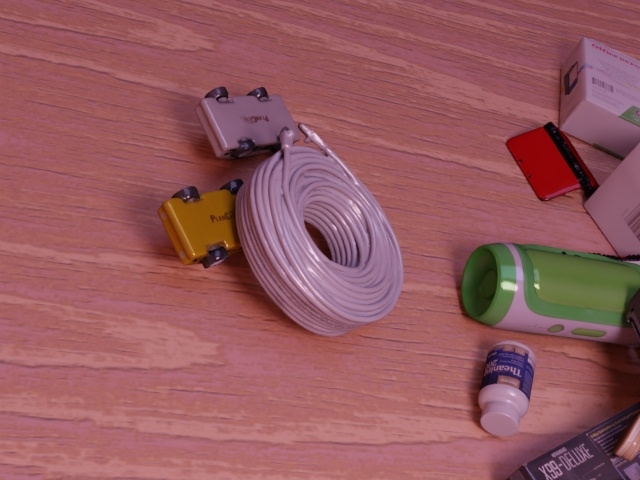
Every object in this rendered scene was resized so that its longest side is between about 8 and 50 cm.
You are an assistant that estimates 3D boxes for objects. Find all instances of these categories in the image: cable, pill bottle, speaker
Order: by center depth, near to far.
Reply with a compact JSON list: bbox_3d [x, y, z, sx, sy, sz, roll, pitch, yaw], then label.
[{"bbox_3d":[0.000,0.000,1.170,0.257,0.089,0.257,42,38,-21],"label":"cable"},{"bbox_3d":[0.247,0.198,1.189,0.067,0.067,0.120,27,46,-3],"label":"pill bottle"},{"bbox_3d":[0.361,0.080,1.303,0.296,0.131,0.131,9,50,-19],"label":"speaker"}]

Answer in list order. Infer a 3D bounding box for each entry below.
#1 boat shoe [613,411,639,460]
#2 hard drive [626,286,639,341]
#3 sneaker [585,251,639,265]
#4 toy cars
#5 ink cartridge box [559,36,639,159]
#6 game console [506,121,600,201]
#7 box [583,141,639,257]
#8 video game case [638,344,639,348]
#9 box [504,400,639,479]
[{"bbox_3d":[0.437,0.238,1.145,0.059,0.063,0.170,42,45,21],"label":"boat shoe"},{"bbox_3d":[0.603,0.181,1.197,0.338,0.064,0.237,11,37,-12],"label":"hard drive"},{"bbox_3d":[0.468,0.062,1.415,0.161,0.075,0.057,1,11,2],"label":"sneaker"},{"bbox_3d":[-0.132,-0.087,1.230,0.176,0.087,0.394,40,38,-27],"label":"toy cars"},{"bbox_3d":[0.549,-0.275,1.711,0.154,0.093,0.212,23,48,-8],"label":"ink cartridge box"},{"bbox_3d":[0.416,-0.129,1.580,0.124,0.085,0.144,23,37,-52],"label":"game console"},{"bbox_3d":[0.670,-0.051,1.530,0.345,0.168,0.215,-9,58,-32],"label":"box"},{"bbox_3d":[0.632,0.220,1.295,0.204,0.025,0.285,-17,45,-11],"label":"video game case"},{"bbox_3d":[0.408,0.350,1.134,0.307,0.076,0.242,-16,61,-35],"label":"box"}]
